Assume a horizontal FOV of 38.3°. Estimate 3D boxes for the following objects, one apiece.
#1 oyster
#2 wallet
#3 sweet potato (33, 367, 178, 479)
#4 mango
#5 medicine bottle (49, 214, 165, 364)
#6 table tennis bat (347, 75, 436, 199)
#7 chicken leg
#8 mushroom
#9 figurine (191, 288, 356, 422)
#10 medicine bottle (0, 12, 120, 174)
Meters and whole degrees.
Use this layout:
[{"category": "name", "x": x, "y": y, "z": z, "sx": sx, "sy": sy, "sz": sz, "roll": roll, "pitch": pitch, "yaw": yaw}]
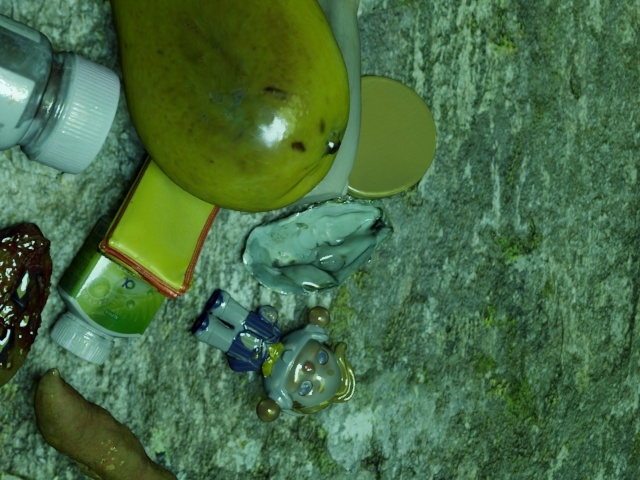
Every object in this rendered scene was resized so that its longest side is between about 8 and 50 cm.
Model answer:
[{"category": "oyster", "x": 0.001, "y": -0.002, "z": 1.478, "sx": 0.199, "sy": 0.087, "sz": 0.252, "roll": 31, "pitch": 56, "yaw": -1}, {"category": "wallet", "x": -0.212, "y": -0.046, "z": 1.306, "sx": 0.141, "sy": 0.067, "sz": 0.241, "roll": 40, "pitch": 52, "yaw": -27}, {"category": "sweet potato", "x": -0.331, "y": 0.300, "z": 1.367, "sx": 0.106, "sy": 0.095, "sz": 0.354, "roll": -14, "pitch": 132, "yaw": 21}, {"category": "mango", "x": -0.138, "y": -0.249, "z": 1.220, "sx": 0.301, "sy": 0.220, "sz": 0.445, "roll": -35, "pitch": 80, "yaw": 16}, {"category": "medicine bottle", "x": -0.302, "y": 0.077, "z": 1.326, "sx": 0.132, "sy": 0.088, "sz": 0.188, "roll": 34, "pitch": 84, "yaw": -31}, {"category": "table tennis bat", "x": 0.040, "y": -0.143, "z": 1.468, "sx": 0.321, "sy": 0.050, "sz": 0.198, "roll": -27, "pitch": 92, "yaw": -14}, {"category": "chicken leg", "x": -0.475, "y": 0.118, "z": 1.252, "sx": 0.177, "sy": 0.083, "sz": 0.322, "roll": 23, "pitch": 89, "yaw": -23}, {"category": "mushroom", "x": -0.004, "y": -0.221, "z": 1.369, "sx": 0.154, "sy": 0.137, "sz": 0.407, "roll": 13, "pitch": 91, "yaw": 3}, {"category": "figurine", "x": -0.079, "y": 0.191, "z": 1.469, "sx": 0.274, "sy": 0.133, "sz": 0.194, "roll": 12, "pitch": 80, "yaw": -22}, {"category": "medicine bottle", "x": -0.406, "y": -0.197, "z": 1.152, "sx": 0.273, "sy": 0.165, "sz": 0.165, "roll": 23, "pitch": 90, "yaw": -32}]
